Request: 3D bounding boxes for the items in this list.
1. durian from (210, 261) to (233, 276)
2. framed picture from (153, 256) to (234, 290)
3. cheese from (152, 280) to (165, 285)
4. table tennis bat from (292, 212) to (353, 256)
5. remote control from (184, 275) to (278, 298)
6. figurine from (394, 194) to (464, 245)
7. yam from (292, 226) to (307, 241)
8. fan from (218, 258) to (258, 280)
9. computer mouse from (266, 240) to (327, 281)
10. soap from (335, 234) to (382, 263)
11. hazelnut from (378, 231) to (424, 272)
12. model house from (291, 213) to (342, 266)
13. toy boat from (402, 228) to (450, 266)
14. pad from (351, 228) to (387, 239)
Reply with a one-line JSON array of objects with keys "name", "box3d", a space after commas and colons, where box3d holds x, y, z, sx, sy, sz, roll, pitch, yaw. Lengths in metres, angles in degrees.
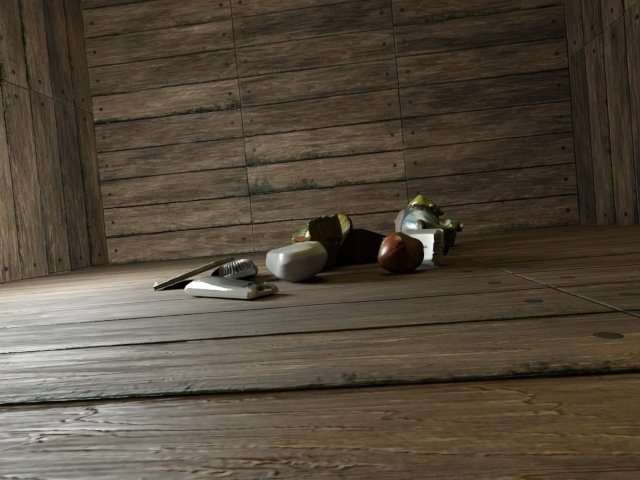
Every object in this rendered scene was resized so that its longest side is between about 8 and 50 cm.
[{"name": "durian", "box3d": [-0.397, 0.119, 1.746, 0.130, 0.066, 0.052, -32, -53, 29]}, {"name": "framed picture", "box3d": [-0.471, 0.121, 1.691, 0.241, 0.020, 0.324, -22, 1, 2]}, {"name": "cheese", "box3d": [-0.621, 0.167, 1.691, 0.047, 0.017, 0.111, -8, 3, -13]}, {"name": "table tennis bat", "box3d": [0.000, 0.000, 1.985, 0.051, 0.268, 0.415, 36, -22, -28]}, {"name": "remote control", "box3d": [-0.263, 0.129, 1.258, 0.313, 0.055, 0.109, -3, 3, 42]}, {"name": "figurine", "box3d": [0.571, -0.017, 2.326, 0.362, 0.266, 0.377, 20, 36, -1]}, {"name": "yam", "box3d": [-0.052, 0.002, 2.645, 0.195, 0.195, 0.300, -6, 1, -15]}, {"name": "fan", "box3d": [-0.288, 0.116, 1.634, 0.130, 0.074, 0.244, -16, -5, 8]}, {"name": "computer mouse", "box3d": [-0.075, 0.072, 1.470, 0.184, 0.121, 0.297, -19, 3, -20]}, {"name": "soap", "box3d": [0.124, 0.036, 2.046, 0.220, 0.127, 0.325, -4, 0, -25]}, {"name": "hazelnut", "box3d": [0.261, 0.047, 1.425, 0.143, 0.143, 0.154, -4, -5, 42]}, {"name": "model house", "box3d": [-0.044, 0.020, 1.727, 0.174, 0.267, 0.239, 18, 14, 26]}, {"name": "toy boat", "box3d": [0.370, 0.025, 1.606, 0.141, 0.140, 0.269, -6, 0, -13]}, {"name": "pad", "box3d": [0.169, -0.030, 1.933, 0.164, 0.004, 0.243, -4, 12, -22]}]
